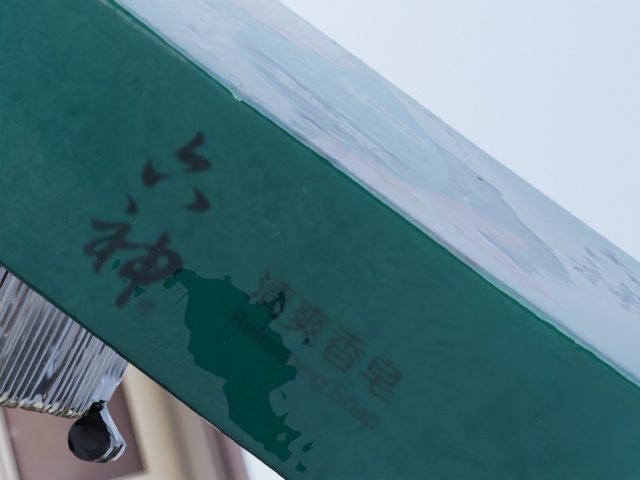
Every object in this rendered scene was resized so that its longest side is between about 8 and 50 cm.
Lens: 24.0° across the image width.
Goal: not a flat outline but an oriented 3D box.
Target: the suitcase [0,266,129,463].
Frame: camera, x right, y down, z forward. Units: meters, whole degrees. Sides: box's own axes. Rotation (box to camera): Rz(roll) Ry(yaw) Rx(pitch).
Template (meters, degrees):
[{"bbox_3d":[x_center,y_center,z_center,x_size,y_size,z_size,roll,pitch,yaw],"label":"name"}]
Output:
[{"bbox_3d":[-0.140,-0.071,0.759,0.229,0.152,0.335,38,74,-74],"label":"suitcase"}]

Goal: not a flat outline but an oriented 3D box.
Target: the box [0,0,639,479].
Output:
[{"bbox_3d":[0.000,0.000,0.493,0.245,0.153,0.092,36,-74,3],"label":"box"}]
